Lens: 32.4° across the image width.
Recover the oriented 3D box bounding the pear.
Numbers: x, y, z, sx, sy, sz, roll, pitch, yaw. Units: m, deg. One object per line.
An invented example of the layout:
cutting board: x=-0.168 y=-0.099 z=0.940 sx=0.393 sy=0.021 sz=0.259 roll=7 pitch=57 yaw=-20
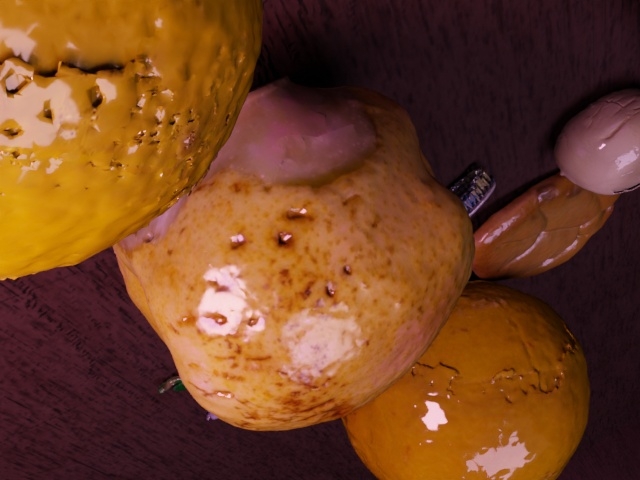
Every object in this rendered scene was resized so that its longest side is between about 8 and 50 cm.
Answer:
pear: x=-0.019 y=0.006 z=0.827 sx=0.271 sy=0.271 sz=0.271 roll=-25 pitch=153 yaw=-14

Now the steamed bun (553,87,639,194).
steamed bun: x=0.323 y=-0.104 z=1.194 sx=0.129 sy=0.091 sz=0.112 roll=-17 pitch=148 yaw=-28

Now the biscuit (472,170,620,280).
biscuit: x=0.273 y=-0.015 z=1.350 sx=0.260 sy=0.041 sz=0.203 roll=-11 pitch=147 yaw=-40

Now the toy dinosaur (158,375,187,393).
toy dinosaur: x=-0.131 y=0.156 z=1.230 sx=0.060 sy=0.029 sz=0.119 roll=-25 pitch=164 yaw=22

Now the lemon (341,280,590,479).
lemon: x=0.175 y=0.188 z=1.332 sx=0.297 sy=0.297 sz=0.297 roll=-25 pitch=153 yaw=-14

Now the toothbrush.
toothbrush: x=0.027 y=0.065 z=1.199 sx=0.413 sy=0.035 sz=0.042 roll=-42 pitch=137 yaw=9

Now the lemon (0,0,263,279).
lemon: x=-0.169 y=-0.109 z=0.472 sx=0.310 sy=0.258 sz=0.258 roll=9 pitch=133 yaw=-42
